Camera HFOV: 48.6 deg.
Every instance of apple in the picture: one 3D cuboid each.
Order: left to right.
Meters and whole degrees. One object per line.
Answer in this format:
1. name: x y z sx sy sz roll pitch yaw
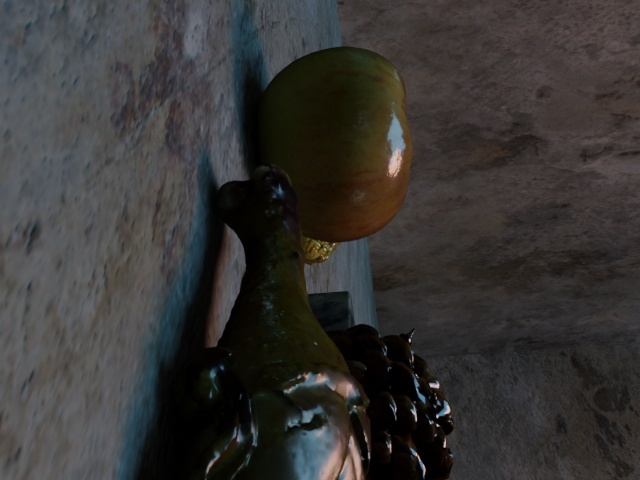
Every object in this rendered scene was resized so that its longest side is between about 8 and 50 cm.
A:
1. apple: 0.020 -0.119 0.915 0.261 0.194 0.260 -2 90 -83

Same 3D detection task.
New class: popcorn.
1. popcorn: 0.000 0.000 1.145 0.084 0.084 0.084 -5 90 -83

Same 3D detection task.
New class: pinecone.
1. pinecone: 0.029 0.207 0.762 0.221 0.222 0.221 -5 90 -83

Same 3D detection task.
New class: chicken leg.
1. chicken leg: -0.027 0.111 0.586 0.361 0.140 0.211 -81 157 -49

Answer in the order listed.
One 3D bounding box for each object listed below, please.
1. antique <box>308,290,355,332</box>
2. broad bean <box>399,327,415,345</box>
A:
1. antique: 0.007 0.158 1.053 0.183 0.086 0.088 -86 169 -53
2. broad bean: 0.047 0.247 0.926 0.339 0.061 0.077 -57 140 -36
